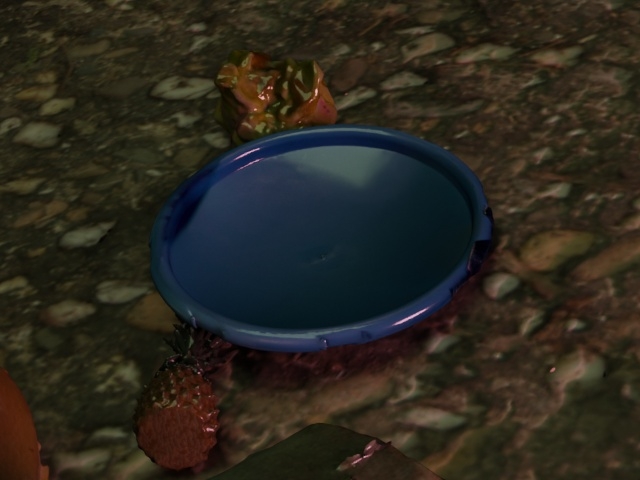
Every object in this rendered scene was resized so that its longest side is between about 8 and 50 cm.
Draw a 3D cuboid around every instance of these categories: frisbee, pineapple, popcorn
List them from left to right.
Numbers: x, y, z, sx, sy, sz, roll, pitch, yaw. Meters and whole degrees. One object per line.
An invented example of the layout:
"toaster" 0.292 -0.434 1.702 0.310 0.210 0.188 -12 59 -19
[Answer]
"pineapple" -0.086 0.093 0.792 0.058 0.058 0.124 -12 23 9
"popcorn" -0.038 -0.112 0.997 0.097 0.089 0.109 -25 32 -26
"frisbee" 0.000 0.000 0.863 0.242 0.045 0.242 -5 38 4

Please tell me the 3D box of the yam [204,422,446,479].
"yam" -0.047 0.214 0.504 0.271 0.202 0.201 -33 60 -20

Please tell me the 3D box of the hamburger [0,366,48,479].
"hamburger" -0.305 0.150 0.704 0.302 0.170 0.302 -5 49 6
